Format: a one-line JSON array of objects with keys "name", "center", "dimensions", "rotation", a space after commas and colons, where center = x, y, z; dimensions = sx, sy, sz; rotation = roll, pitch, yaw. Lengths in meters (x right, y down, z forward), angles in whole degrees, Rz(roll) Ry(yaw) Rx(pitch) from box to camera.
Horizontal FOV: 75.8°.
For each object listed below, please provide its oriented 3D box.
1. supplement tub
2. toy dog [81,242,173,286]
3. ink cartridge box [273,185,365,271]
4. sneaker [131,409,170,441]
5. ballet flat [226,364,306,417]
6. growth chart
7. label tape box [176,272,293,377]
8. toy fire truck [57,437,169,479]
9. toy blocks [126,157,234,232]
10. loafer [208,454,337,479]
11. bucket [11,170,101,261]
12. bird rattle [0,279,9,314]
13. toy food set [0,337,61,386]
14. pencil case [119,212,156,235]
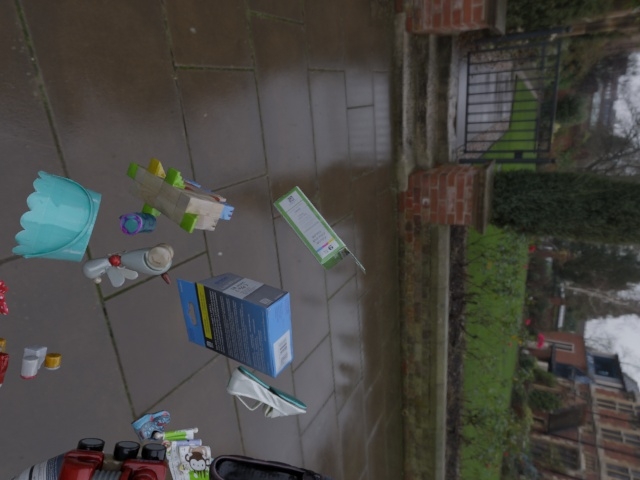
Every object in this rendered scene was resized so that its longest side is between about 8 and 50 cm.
[{"name": "supplement tub", "center": [-0.866, 0.814, 1.363], "dimensions": [0.273, 0.191, 0.190], "rotation": [-16, 114, -24]}, {"name": "toy dog", "center": [-0.709, 0.116, 1.585], "dimensions": [0.220, 0.335, 0.160], "rotation": [-44, 123, -77]}, {"name": "ink cartridge box", "center": [0.000, 0.000, 0.816], "dimensions": [0.062, 0.209, 0.109], "rotation": [-39, 168, -2]}, {"name": "sneaker", "center": [-0.793, 0.891, 1.948], "dimensions": [0.125, 0.104, 0.262], "rotation": [59, 2, 19]}, {"name": "ballet flat", "center": [-0.236, 0.672, 1.750], "dimensions": [0.400, 0.139, 0.139], "rotation": [41, 55, -26]}, {"name": "growth chart", "center": [-0.343, 0.618, 1.118], "dimensions": [0.021, 0.237, 0.172], "rotation": [-44, 152, 13]}, {"name": "label tape box", "center": [-0.248, 0.227, 1.206], "dimensions": [0.106, 0.334, 0.240], "rotation": [-36, 132, -50]}, {"name": "toy fire truck", "center": [-0.449, 0.537, 0.860], "dimensions": [0.246, 0.217, 0.158], "rotation": [145, -44, -72]}, {"name": "toy blocks", "center": [-0.448, -0.134, 1.414], "dimensions": [0.261, 0.382, 0.190], "rotation": [10, 106, -59]}, {"name": "loafer", "center": [-0.058, 0.450, 0.720], "dimensions": [0.095, 0.303, 0.109], "rotation": [93, 13, -44]}, {"name": "bucket", "center": [-0.832, -0.066, 1.311], "dimensions": [0.183, 0.281, 0.280], "rotation": [17, 78, -33]}, {"name": "bird rattle", "center": [-1.008, 0.156, 1.117], "dimensions": [0.206, 0.254, 0.142], "rotation": [89, 1, -63]}, {"name": "toy food set", "center": [-0.874, 0.364, 1.182], "dimensions": [0.111, 0.233, 0.104], "rotation": [-25, 126, -83]}, {"name": "pencil case", "center": [-0.548, -0.051, 1.241], "dimensions": [0.064, 0.070, 0.152], "rotation": [55, -2, -5]}]
